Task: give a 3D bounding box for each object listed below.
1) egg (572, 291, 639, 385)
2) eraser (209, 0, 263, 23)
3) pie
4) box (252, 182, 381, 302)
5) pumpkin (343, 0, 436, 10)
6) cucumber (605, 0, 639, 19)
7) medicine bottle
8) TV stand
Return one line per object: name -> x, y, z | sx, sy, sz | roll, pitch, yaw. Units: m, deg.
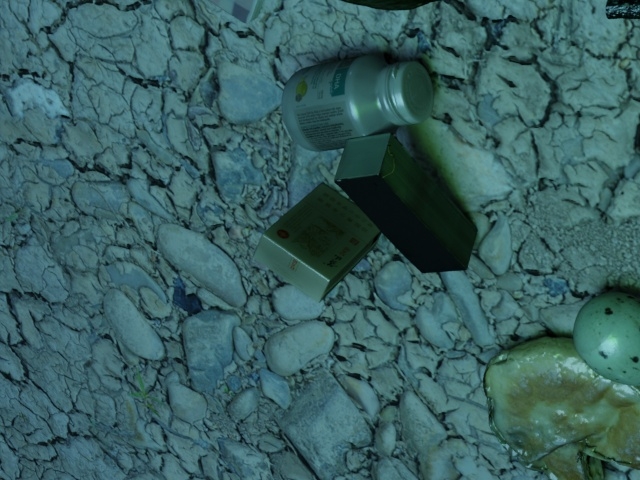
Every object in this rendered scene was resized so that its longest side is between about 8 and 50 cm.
egg -> 0.456, 0.152, 1.779 | 0.131, 0.131, 0.164 | -20, 123, 42
eraser -> -0.142, -0.398, 1.885 | 0.105, 0.026, 0.065 | 35, 131, 10
pie -> 0.414, 0.287, 1.937 | 0.337, 0.075, 0.337 | 21, 128, 29
box -> 0.000, 0.000, 1.939 | 0.141, 0.201, 0.058 | 34, 130, 10
pumpkin -> 0.090, -0.493, 1.370 | 0.344, 0.454, 0.454 | 30, 137, 44
cucumber -> 0.439, -0.302, 1.532 | 0.133, 0.032, 0.032 | 7, 123, 33
medicine bottle -> 0.059, -0.212, 1.795 | 0.215, 0.135, 0.135 | -5, 116, 38
TV stand -> 0.133, -0.052, 1.811 | 0.088, 0.083, 0.269 | -5, 144, 39
